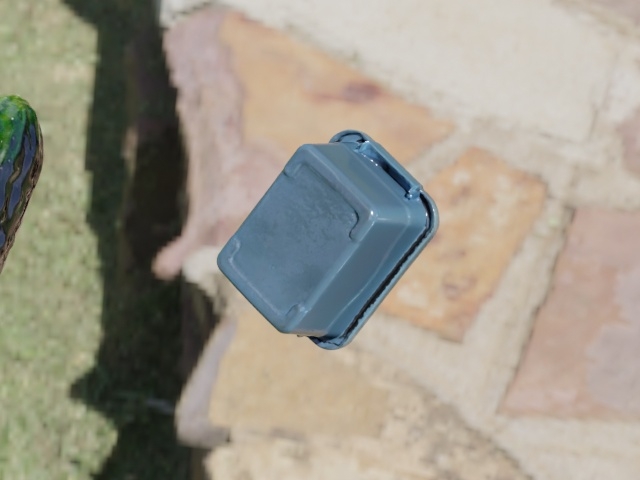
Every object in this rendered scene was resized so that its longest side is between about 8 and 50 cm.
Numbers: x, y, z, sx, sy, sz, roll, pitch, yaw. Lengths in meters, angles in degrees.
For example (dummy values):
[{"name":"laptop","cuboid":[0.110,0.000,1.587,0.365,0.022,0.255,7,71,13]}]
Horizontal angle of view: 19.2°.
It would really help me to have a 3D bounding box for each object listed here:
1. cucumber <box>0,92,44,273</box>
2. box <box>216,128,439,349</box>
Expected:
[{"name":"cucumber","cuboid":[-0.144,0.035,0.651,0.058,0.052,0.215,-8,52,35]},{"name":"box","cuboid":[0.000,0.000,0.915,0.074,0.099,0.054,45,20,21]}]
